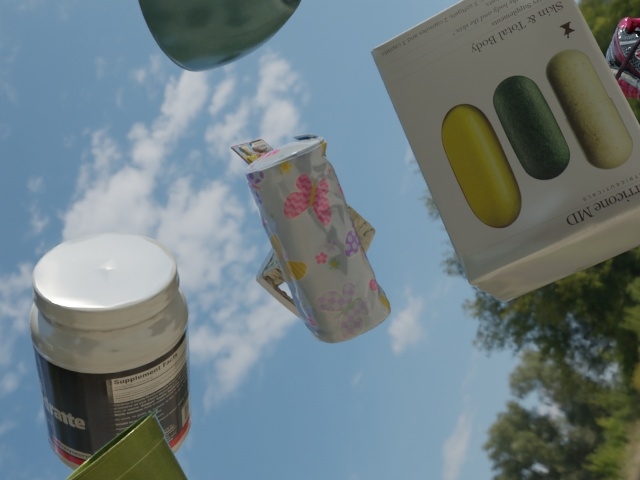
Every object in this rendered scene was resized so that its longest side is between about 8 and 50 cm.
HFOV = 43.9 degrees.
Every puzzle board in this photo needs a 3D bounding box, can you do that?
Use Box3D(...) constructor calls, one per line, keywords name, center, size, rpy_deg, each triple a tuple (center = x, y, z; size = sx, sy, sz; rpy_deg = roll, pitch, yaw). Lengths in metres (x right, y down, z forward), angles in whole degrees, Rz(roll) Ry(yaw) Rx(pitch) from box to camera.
Box3D(name="puzzle board", center=(-0.118, -0.173, 1.644), size=(0.011, 0.096, 0.128), rpy_deg=(-51, -10, 27))

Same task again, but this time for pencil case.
Box3D(name="pencil case", center=(0.000, 0.000, 1.052), size=(0.124, 0.113, 0.273), rpy_deg=(-30, -74, -23))

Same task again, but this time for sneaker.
Box3D(name="sneaker", center=(0.464, -0.233, 1.044), size=(0.120, 0.299, 0.112), rpy_deg=(1, -73, -15))

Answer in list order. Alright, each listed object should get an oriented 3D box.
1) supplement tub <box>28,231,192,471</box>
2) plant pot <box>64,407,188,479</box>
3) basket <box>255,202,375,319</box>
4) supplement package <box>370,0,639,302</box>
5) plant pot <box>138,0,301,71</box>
Box3D(name="supplement tub", center=(-0.261, 0.147, 1.009), size=(0.191, 0.191, 0.272), rpy_deg=(-39, -38, -47))
Box3D(name="plant pot", center=(-0.128, 0.178, 0.569), size=(0.083, 0.079, 0.083), rpy_deg=(-37, 0, 0))
Box3D(name="basket", center=(-0.003, 0.020, 1.210), size=(0.113, 0.103, 0.167), rpy_deg=(41, -134, -14))
Box3D(name="supplement package", center=(0.212, -0.101, 0.823), size=(0.198, 0.199, 0.263), rpy_deg=(23, -136, -66))
Box3D(name="plant pot", center=(-0.141, -0.435, 1.307), size=(0.290, 0.195, 0.291), rpy_deg=(-2, -90, -65))
